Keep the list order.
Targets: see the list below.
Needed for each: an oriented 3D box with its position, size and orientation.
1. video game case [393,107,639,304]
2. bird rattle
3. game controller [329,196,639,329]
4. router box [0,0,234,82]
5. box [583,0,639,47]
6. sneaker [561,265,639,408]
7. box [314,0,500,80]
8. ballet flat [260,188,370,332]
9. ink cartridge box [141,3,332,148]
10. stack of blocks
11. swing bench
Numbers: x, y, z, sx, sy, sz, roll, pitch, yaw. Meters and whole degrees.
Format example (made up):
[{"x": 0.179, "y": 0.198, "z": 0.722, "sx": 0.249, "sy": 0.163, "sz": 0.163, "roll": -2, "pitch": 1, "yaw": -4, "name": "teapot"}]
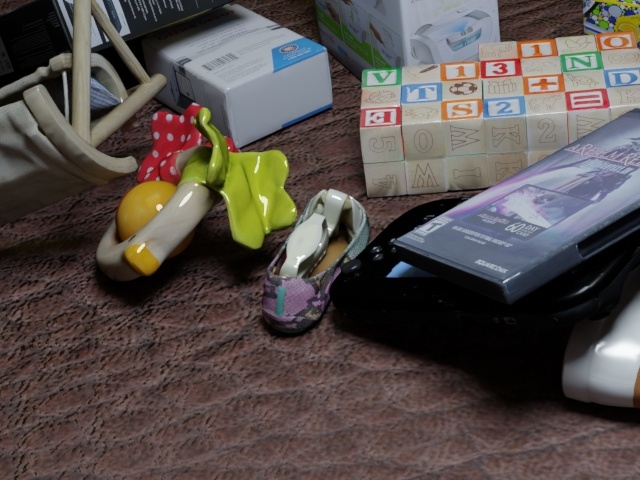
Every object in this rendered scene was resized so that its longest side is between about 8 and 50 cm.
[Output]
[{"x": 0.220, "y": -0.036, "z": 1.443, "sx": 0.274, "sy": 0.026, "sz": 0.196, "roll": -29, "pitch": 20, "yaw": -17, "name": "video game case"}, {"x": -0.151, "y": -0.049, "z": 1.677, "sx": 0.207, "sy": 0.143, "sz": 0.253, "roll": -48, "pitch": 27, "yaw": -15, "name": "bird rattle"}, {"x": 0.152, "y": 0.014, "z": 1.493, "sx": 0.319, "sy": 0.067, "sz": 0.166, "roll": -1, "pitch": 43, "yaw": 48, "name": "game controller"}, {"x": -0.249, "y": -0.274, "z": 1.999, "sx": 0.243, "sy": 0.081, "sz": 0.309, "roll": -25, "pitch": 11, "yaw": -25, "name": "router box"}, {"x": 0.393, "y": -0.257, "z": 1.965, "sx": 0.169, "sy": 0.059, "sz": 0.054, "roll": 14, "pitch": 40, "yaw": 31, "name": "box"}, {"x": 0.315, "y": 0.044, "z": 1.481, "sx": 0.123, "sy": 0.106, "sz": 0.290, "roll": 12, "pitch": 49, "yaw": 24, "name": "sneaker"}, {"x": 0.087, "y": -0.295, "z": 1.930, "sx": 0.127, "sy": 0.231, "sz": 0.262, "roll": -19, "pitch": 33, "yaw": -17, "name": "box"}, {"x": 0.000, "y": 0.000, "z": 1.625, "sx": 0.077, "sy": 0.079, "sz": 0.221, "roll": 15, "pitch": 37, "yaw": 12, "name": "ballet flat"}, {"x": -0.097, "y": -0.194, "z": 1.949, "sx": 0.140, "sy": 0.082, "sz": 0.191, "roll": -26, "pitch": 34, "yaw": -26, "name": "ink cartridge box"}, {"x": 0.193, "y": -0.135, "z": 1.790, "sx": 0.297, "sy": 0.087, "sz": 0.171, "roll": -4, "pitch": 32, "yaw": 6, "name": "stack of blocks"}, {"x": -0.319, "y": -0.110, "z": 1.719, "sx": 0.253, "sy": 0.165, "sz": 0.254, "roll": -21, "pitch": 33, "yaw": 21, "name": "swing bench"}]
